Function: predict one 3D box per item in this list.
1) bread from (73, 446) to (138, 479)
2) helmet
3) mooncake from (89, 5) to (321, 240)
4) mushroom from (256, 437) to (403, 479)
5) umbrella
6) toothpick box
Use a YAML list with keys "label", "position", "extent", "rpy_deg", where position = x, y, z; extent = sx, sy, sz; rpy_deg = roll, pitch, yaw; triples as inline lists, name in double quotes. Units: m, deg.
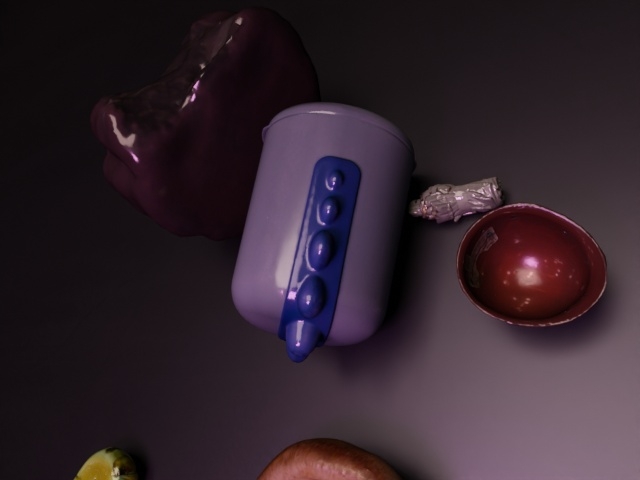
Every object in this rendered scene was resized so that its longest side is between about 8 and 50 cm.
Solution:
- label: "bread"
  position: [-0.372, 0.429, 0.969]
  extent: [0.130, 0.071, 0.139]
  rpy_deg: [10, 76, 39]
- label: "helmet"
  position: [0.272, 0.042, 0.720]
  extent: [0.175, 0.106, 0.155]
  rpy_deg: [8, 75, 29]
- label: "mooncake"
  position: [-0.179, -0.180, 0.949]
  extent: [0.381, 0.351, 0.212]
  rpy_deg: [-41, 40, -25]
- label: "mushroom"
  position: [0.010, 0.387, 0.702]
  extent: [0.278, 0.146, 0.278]
  rpy_deg: [-9, 73, 33]
- label: "umbrella"
  position: [0.201, -0.058, 0.842]
  extent: [0.143, 0.067, 0.062]
  rpy_deg: [-10, 92, 22]
- label: "toothpick box"
  position: [0.000, 0.000, 0.820]
  extent: [0.263, 0.263, 0.355]
  rpy_deg: [1, 70, 33]
